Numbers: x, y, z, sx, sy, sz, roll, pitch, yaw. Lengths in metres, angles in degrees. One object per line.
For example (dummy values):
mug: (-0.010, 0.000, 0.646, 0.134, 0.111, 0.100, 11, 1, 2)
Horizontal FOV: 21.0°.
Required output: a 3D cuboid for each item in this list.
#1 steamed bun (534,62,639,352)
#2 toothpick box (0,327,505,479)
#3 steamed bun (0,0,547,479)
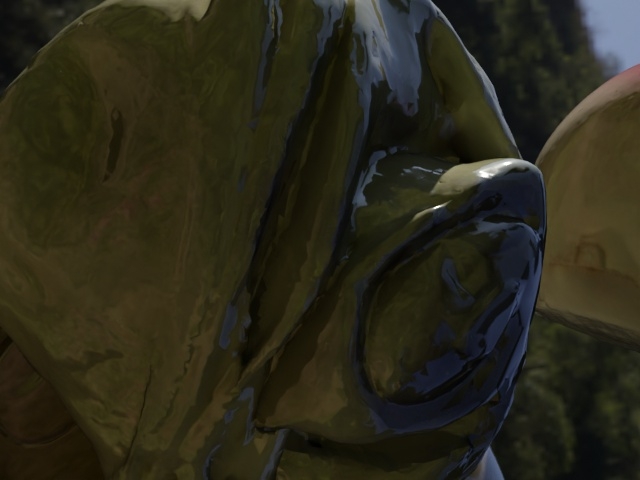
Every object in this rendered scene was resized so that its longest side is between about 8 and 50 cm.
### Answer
steamed bun: (0.327, -0.040, 1.467, 0.309, 0.309, 0.309, 172, -90, -69)
toothpick box: (-0.088, 0.198, 1.290, 0.425, 0.409, 0.409, 46, 3, -36)
steamed bun: (0.000, 0.000, 0.809, 0.207, 0.268, 0.280, 7, -51, 37)
